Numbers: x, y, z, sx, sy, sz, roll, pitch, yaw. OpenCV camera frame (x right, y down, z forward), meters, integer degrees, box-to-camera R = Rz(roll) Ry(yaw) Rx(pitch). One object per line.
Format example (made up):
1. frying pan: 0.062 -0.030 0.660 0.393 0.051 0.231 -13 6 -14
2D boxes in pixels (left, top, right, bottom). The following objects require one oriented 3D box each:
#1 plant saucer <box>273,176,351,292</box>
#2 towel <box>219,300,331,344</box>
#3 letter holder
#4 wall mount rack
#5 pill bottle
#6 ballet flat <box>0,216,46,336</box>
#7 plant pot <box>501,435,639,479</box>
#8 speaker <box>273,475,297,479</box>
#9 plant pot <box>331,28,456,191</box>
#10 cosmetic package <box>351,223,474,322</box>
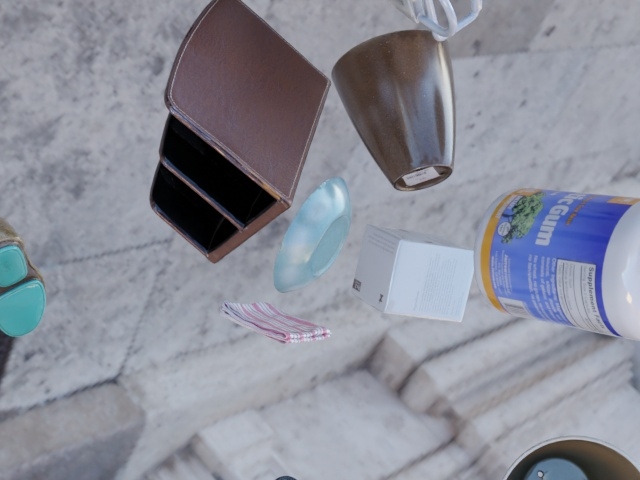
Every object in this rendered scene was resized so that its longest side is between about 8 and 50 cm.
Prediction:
1. plant saucer: 0.000 0.000 1.613 0.195 0.037 0.195 -49 156 -30
2. towel: -0.076 0.142 1.930 0.197 0.144 0.029 3 107 -66
3. letter holder: -0.135 -0.162 1.431 0.152 0.214 0.302 -36 -156 33
4. wall mount rack: 0.114 -0.458 1.557 0.130 0.350 0.304 -37 144 -11
5. pill bottle: 0.313 0.026 1.177 0.152 0.272 0.152 -7 100 -41
6. ballet flat: -0.577 0.052 1.975 0.116 0.124 0.342 -27 156 -16
7. plant pot: 0.411 0.443 1.830 0.256 0.256 0.274 -45 174 1
8. speaker: -0.074 0.323 1.282 0.055 0.055 0.136 -20 167 -44
9. plant pot: 0.148 -0.211 1.888 0.215 0.230 0.215 -12 161 -4
10. cosmetic package: 0.186 0.065 2.170 0.184 0.151 0.151 9 98 -26
